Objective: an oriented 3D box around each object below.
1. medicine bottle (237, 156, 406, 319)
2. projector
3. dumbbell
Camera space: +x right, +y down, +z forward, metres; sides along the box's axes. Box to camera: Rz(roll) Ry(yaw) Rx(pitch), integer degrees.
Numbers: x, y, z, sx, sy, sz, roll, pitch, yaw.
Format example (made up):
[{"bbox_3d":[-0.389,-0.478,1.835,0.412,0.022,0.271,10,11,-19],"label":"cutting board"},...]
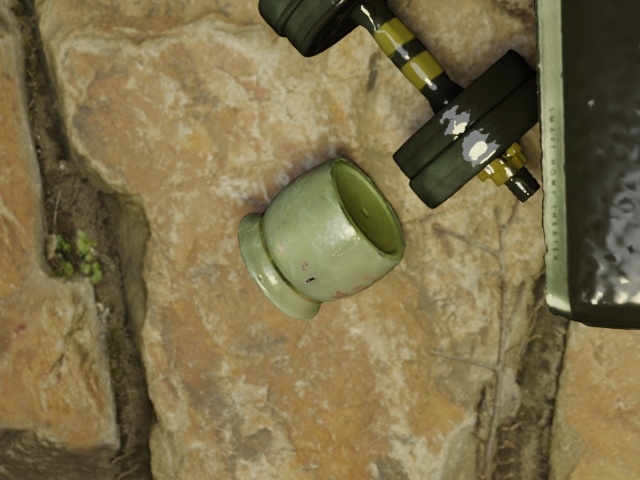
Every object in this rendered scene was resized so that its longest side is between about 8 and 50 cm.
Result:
[{"bbox_3d":[0.000,0.000,1.261,0.143,0.147,0.147,-34,91,23],"label":"medicine bottle"},{"bbox_3d":[0.416,-0.115,1.011,0.405,0.242,0.395,-3,86,22],"label":"projector"},{"bbox_3d":[0.092,-0.194,1.168,0.185,0.185,0.388,-41,89,22],"label":"dumbbell"}]
